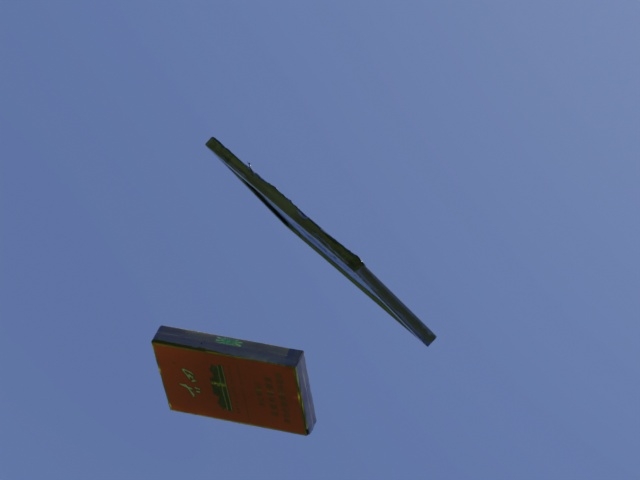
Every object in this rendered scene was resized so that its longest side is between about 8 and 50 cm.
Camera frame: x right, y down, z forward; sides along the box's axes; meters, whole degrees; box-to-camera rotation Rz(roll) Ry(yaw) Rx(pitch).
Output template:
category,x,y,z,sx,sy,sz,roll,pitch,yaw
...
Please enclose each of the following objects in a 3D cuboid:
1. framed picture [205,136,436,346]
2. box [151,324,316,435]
category,x,y,z,sx,sy,sz,roll,pitch,yaw
framed picture,0.000,0.000,0.781,0.149,0.011,0.109,40,-4,39
box,-0.073,0.120,1.107,0.133,0.023,0.090,9,-47,17
